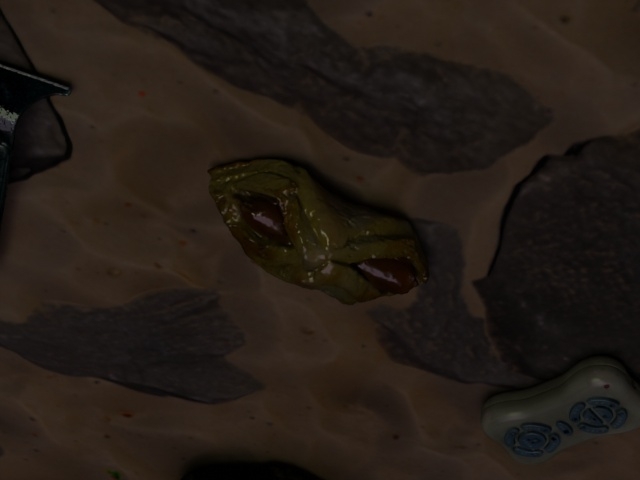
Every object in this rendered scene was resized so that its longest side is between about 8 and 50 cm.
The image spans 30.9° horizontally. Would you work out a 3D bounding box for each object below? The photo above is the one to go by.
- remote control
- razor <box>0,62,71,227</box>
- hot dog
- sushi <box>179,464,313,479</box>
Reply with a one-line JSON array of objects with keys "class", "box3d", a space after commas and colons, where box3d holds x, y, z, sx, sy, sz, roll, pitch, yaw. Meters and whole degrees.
[{"class": "remote control", "box3d": [0.184, 0.131, 0.875, 0.122, 0.032, 0.074, -30, 122, 31]}, {"class": "razor", "box3d": [-0.219, -0.038, 0.779, 0.066, 0.033, 0.190, 19, 134, -8]}, {"class": "hot dog", "box3d": [-0.001, 0.001, 0.760, 0.169, 0.061, 0.078, 22, 132, -12]}, {"class": "sushi", "box3d": [-0.062, 0.354, 1.035, 0.211, 0.171, 0.350, 8, 135, 0]}]
